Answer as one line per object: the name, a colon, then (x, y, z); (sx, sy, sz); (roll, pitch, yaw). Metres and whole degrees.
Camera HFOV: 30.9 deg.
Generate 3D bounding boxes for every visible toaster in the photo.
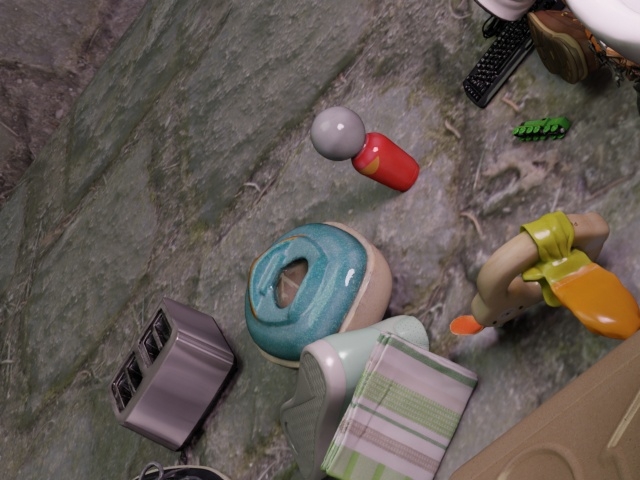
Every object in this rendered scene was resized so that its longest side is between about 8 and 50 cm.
toaster: (-0.210, 0.194, 1.645); (0.168, 0.110, 0.185); (-58, 26, 8)

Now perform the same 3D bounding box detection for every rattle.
rattle: (0.208, 0.074, 1.076); (0.130, 0.143, 0.199); (-24, -25, -45)

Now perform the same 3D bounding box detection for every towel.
towel: (0.080, 0.177, 1.131); (0.152, 0.113, 0.023); (-65, 12, -8)

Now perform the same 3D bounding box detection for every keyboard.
keyboard: (0.228, -0.257, 1.399); (0.192, 0.038, 0.100); (-52, 27, 15)

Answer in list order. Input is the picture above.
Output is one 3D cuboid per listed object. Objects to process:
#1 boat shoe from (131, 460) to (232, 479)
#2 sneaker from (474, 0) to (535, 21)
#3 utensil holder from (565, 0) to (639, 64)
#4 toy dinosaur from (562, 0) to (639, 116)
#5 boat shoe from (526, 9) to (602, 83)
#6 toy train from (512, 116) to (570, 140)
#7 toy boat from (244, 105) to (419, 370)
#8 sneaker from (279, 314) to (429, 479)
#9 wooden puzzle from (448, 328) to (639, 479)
boat shoe: (-0.173, 0.356, 1.364); (0.500, 0.156, 0.186); (3, 68, 63)
sneaker: (0.273, -0.383, 1.322); (0.297, 0.111, 0.129); (-65, 12, -24)
utensil holder: (0.376, -0.147, 0.616); (0.327, 0.385, 0.327); (-42, 32, 34)
toy dinosaur: (0.289, -0.239, 1.061); (0.164, 0.218, 0.322); (-32, 38, 46)
boat shoe: (0.273, -0.217, 1.264); (0.060, 0.064, 0.178); (-22, 23, 2)
toy train: (0.240, -0.122, 1.262); (0.023, 0.017, 0.083); (-56, 24, -14)
toy boat: (0.000, 0.000, 1.419); (0.267, 0.148, 0.318); (7, 70, 63)
sneaker: (0.046, 0.174, 1.251); (0.094, 0.151, 0.256); (61, 155, 27)
wooden puzzle: (0.236, 0.226, 0.851); (0.322, 0.080, 0.347); (-44, 25, 29)
